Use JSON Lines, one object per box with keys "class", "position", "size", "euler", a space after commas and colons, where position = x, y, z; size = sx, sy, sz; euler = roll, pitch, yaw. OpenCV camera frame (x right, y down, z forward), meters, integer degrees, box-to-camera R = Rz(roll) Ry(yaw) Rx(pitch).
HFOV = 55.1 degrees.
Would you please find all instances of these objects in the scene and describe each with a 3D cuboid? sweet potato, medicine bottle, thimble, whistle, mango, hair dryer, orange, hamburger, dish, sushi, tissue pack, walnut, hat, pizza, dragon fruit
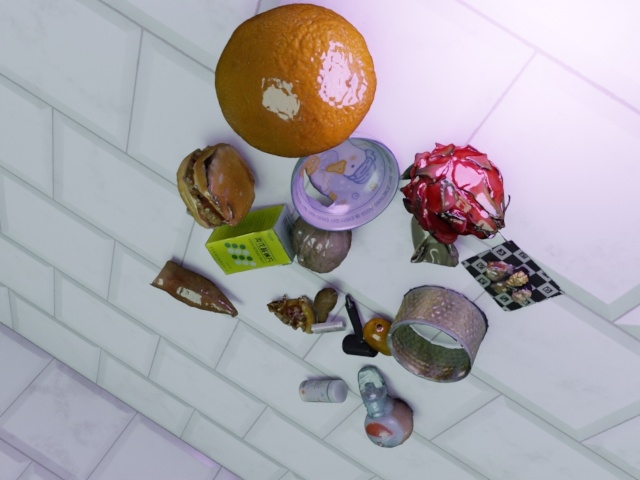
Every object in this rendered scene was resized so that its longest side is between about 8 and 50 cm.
{"class": "sweet potato", "position": [0.012, 0.205, 1.992], "size": [0.074, 0.075, 0.269], "euler": [28, 150, 7]}
{"class": "sweet potato", "position": [-0.448, 0.186, 2.232], "size": [0.336, 0.131, 0.131], "euler": [25, 139, 9]}
{"class": "medicine bottle", "position": [-0.195, 0.001, 1.834], "size": [0.250, 0.141, 0.137], "euler": [-12, 122, 24]}
{"class": "thimble", "position": [0.336, 0.274, 1.778], "size": [0.270, 0.150, 0.271], "euler": [19, 138, 18]}
{"class": "whistle", "position": [0.216, 0.608, 2.192], "size": [0.189, 0.189, 0.348], "euler": [-10, 113, 40]}
{"class": "mango", "position": [0.202, 0.311, 1.957], "size": [0.163, 0.089, 0.111], "euler": [42, 152, -25]}
{"class": "hair dryer", "position": [0.105, 0.280, 2.008], "size": [0.114, 0.070, 0.248], "euler": [0, 126, 33]}
{"class": "orange", "position": [-0.064, -0.338, 1.318], "size": [0.357, 0.322, 0.322], "euler": [6, 133, 41]}
{"class": "hamburger", "position": [-0.294, -0.150, 1.715], "size": [0.163, 0.244, 0.244], "euler": [-8, 126, 26]}
{"class": "dish", "position": [0.048, -0.168, 1.540], "size": [0.273, 0.134, 0.273], "euler": [-8, 128, -11]}
{"class": "sushi", "position": [0.490, 0.111, 1.599], "size": [0.210, 0.040, 0.192], "euler": [44, 139, -12]}
{"class": "tissue pack", "position": [0.028, 0.293, 2.061], "size": [0.108, 0.023, 0.056], "euler": [-10, 152, 15]}
{"class": "walnut", "position": [-0.001, 0.001, 1.726], "size": [0.178, 0.178, 0.230], "euler": [26, 144, 9]}
{"class": "medicine bottle", "position": [0.008, 0.577, 2.349], "size": [0.183, 0.086, 0.086], "euler": [-11, 123, 41]}
{"class": "hat", "position": [0.309, -0.008, 1.592], "size": [0.147, 0.085, 0.175], "euler": [7, 111, 43]}
{"class": "pizza", "position": [-0.106, 0.249, 2.109], "size": [0.193, 0.069, 0.154], "euler": [10, 135, 24]}
{"class": "dragon fruit", "position": [0.310, -0.085, 1.365], "size": [0.293, 0.233, 0.234], "euler": [57, 150, 30]}

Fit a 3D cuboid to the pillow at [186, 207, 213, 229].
{"class": "pillow", "position": [-0.313, -0.067, 1.946], "size": [0.229, 0.051, 0.128], "euler": [34, 130, -4]}
